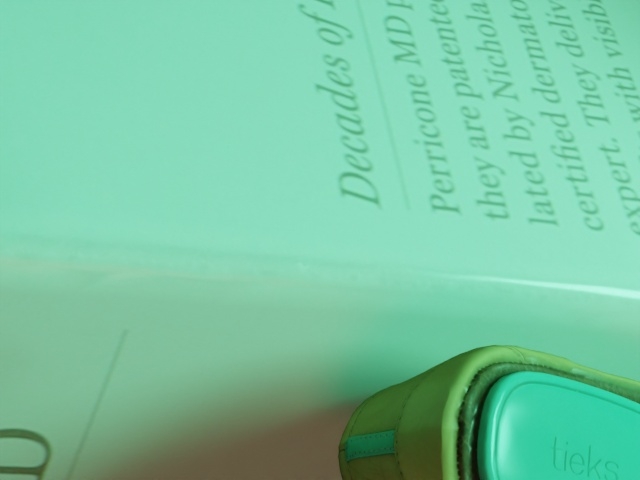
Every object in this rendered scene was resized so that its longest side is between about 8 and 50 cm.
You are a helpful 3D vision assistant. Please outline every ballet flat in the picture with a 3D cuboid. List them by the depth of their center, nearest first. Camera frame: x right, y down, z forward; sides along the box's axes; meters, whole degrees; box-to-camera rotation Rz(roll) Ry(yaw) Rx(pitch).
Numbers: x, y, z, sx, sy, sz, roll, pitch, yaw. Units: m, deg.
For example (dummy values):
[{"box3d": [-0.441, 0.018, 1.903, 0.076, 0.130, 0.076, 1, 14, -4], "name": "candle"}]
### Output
[{"box3d": [0.105, 0.080, 0.514, 0.232, 0.080, 0.073, 23, 157, -33], "name": "ballet flat"}]

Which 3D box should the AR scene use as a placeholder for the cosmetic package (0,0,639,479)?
[{"box3d": [0.000, 0.000, 0.689, 0.393, 0.327, 0.329, 5, 138, -21], "name": "cosmetic package"}]
